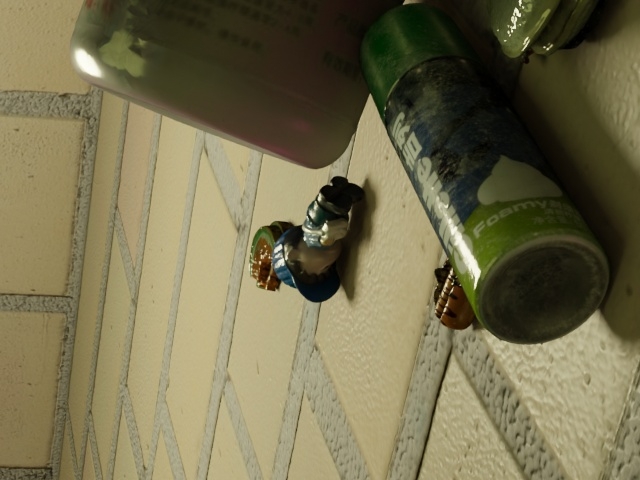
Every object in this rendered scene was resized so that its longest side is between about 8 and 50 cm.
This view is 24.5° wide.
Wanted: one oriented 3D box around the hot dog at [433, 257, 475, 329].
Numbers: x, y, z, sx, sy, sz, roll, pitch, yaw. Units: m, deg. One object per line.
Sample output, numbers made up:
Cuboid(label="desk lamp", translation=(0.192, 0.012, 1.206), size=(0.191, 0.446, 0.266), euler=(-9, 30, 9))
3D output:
Cuboid(label="hot dog", translation=(0.110, 0.022, 1.136), size=(0.049, 0.037, 0.122), euler=(-110, 26, -45))

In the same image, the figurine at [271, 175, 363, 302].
Cuboid(label="figurine", translation=(-0.008, -0.005, 1.471), size=(0.077, 0.079, 0.136), euler=(-45, -26, -45))

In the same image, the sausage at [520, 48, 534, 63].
Cuboid(label="sausage", translation=(0.138, -0.229, 1.089), size=(0.029, 0.029, 0.223), euler=(127, 142, -62))

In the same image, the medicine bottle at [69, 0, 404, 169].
Cuboid(label="medicine bottle", translation=(-0.048, -0.247, 1.252), size=(0.325, 0.256, 0.256), euler=(-70, 18, 1))

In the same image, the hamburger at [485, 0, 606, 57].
Cuboid(label="hamburger", translation=(0.152, -0.190, 0.983), size=(0.133, 0.062, 0.140), euler=(-104, 21, -54))

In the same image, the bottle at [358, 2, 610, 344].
Cuboid(label="bottle", translation=(0.106, -0.061, 1.062), size=(0.330, 0.093, 0.093), euler=(-111, 28, -53))

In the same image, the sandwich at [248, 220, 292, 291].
Cuboid(label="sandwich", translation=(-0.059, 0.016, 1.713), size=(0.135, 0.029, 0.067), euler=(121, 148, -59))
